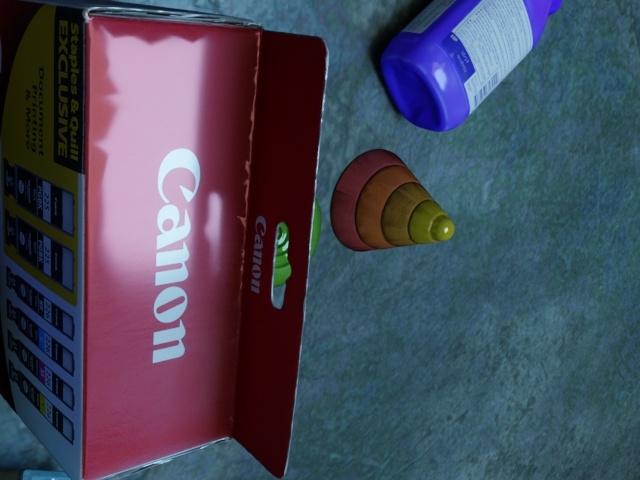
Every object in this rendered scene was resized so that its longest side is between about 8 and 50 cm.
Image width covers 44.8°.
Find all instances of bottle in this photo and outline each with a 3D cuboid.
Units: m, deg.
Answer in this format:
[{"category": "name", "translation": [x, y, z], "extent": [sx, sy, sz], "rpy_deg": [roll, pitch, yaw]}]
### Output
[{"category": "bottle", "translation": [0.189, -0.247, 0.860], "extent": [0.283, 0.092, 0.118], "rpy_deg": [-46, 132, -17]}]

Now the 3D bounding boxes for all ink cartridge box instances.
[{"category": "ink cartridge box", "translation": [-0.137, -0.007, 0.548], "extent": [0.130, 0.272, 0.309], "rpy_deg": [-9, 111, -39]}]

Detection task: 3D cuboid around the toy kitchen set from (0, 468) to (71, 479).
[{"category": "toy kitchen set", "translation": [-0.251, 0.285, 0.608], "extent": [0.166, 0.122, 0.207], "rpy_deg": [26, 60, -49]}]

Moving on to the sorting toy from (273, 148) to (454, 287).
[{"category": "sorting toy", "translation": [0.000, 0.000, 0.774], "extent": [0.365, 0.126, 0.127], "rpy_deg": [-16, 117, -37]}]
